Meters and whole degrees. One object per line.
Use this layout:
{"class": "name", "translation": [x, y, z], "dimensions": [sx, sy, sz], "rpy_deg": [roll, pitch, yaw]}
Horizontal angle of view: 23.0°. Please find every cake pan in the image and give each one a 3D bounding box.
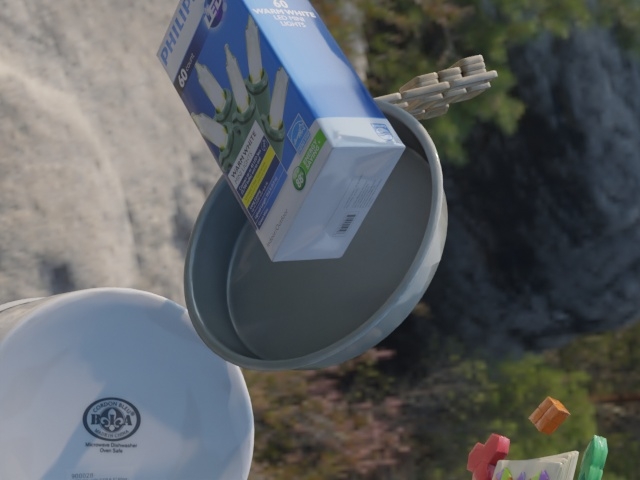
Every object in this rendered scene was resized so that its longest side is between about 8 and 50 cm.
{"class": "cake pan", "translation": [0.000, 0.000, 1.511], "dimensions": [0.054, 0.293, 0.293], "rpy_deg": [40, 54, -44]}

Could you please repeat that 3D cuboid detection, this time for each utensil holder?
{"class": "utensil holder", "translation": [-0.274, 0.212, 1.766], "dimensions": [0.328, 0.385, 0.327], "rpy_deg": [3, 82, -20]}

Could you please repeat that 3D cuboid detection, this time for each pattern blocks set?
{"class": "pattern blocks set", "translation": [0.240, 0.325, 1.902], "dimensions": [0.026, 0.325, 0.285], "rpy_deg": [23, 61, -16]}

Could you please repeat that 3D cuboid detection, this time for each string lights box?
{"class": "string lights box", "translation": [-0.040, -0.121, 1.339], "dimensions": [0.077, 0.133, 0.259], "rpy_deg": [-3, 47, -35]}

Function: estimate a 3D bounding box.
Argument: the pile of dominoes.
{"class": "pile of dominoes", "translation": [0.061, -0.155, 1.756], "dimensions": [0.251, 0.196, 0.040], "rpy_deg": [-14, 86, -20]}
